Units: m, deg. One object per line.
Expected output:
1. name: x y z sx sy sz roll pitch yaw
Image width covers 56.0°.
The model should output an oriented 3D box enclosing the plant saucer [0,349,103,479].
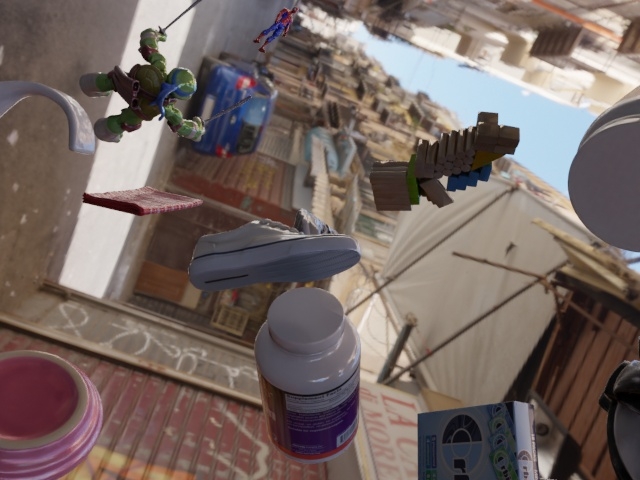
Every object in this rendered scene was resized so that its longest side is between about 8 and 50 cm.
1. plant saucer: -0.621 0.348 1.250 0.332 0.332 0.084 -83 -164 -57

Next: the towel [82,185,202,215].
1. towel: -0.473 -0.110 1.621 0.275 0.199 0.031 -22 123 -66

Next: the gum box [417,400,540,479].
1. gum box: 0.200 0.299 0.785 0.184 0.041 0.156 -30 -130 52

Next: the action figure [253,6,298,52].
1. action figure: -0.081 -0.416 1.172 0.030 0.038 0.115 22 -112 45

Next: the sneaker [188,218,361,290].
1. sneaker: -0.071 0.009 0.891 0.094 0.258 0.091 76 9 -58

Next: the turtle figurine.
1. turtle figurine: -0.294 -0.281 1.123 0.266 0.197 0.274 -5 -132 31

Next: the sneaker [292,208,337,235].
1. sneaker: 0.000 0.000 1.187 0.281 0.115 0.105 -54 160 -85

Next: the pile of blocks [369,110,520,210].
1. pile of blocks: 0.273 -0.171 1.323 0.362 0.149 0.112 -19 -142 34

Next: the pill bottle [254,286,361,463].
1. pill bottle: -0.020 0.238 1.063 0.181 0.182 0.322 -79 170 -49

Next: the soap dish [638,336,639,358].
1. soap dish: 0.326 0.096 0.485 0.290 0.118 0.228 64 36 -40

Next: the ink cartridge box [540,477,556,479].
1. ink cartridge box: 0.465 0.694 1.415 0.303 0.308 0.072 -59 145 -53

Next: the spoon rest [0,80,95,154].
1. spoon rest: -0.432 -0.171 0.788 0.137 0.277 0.084 -21 120 -85

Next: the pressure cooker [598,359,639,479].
1. pressure cooker: 0.685 0.358 0.965 0.370 0.420 0.375 -27 -147 31

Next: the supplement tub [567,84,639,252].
1. supplement tub: 0.535 -0.131 0.922 0.316 0.228 0.228 -32 161 -40
